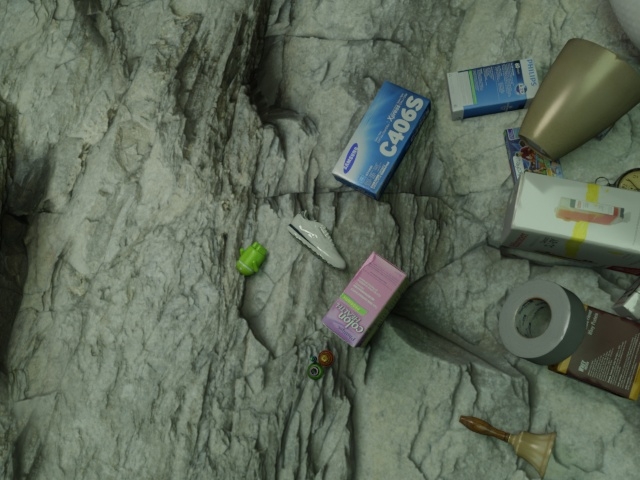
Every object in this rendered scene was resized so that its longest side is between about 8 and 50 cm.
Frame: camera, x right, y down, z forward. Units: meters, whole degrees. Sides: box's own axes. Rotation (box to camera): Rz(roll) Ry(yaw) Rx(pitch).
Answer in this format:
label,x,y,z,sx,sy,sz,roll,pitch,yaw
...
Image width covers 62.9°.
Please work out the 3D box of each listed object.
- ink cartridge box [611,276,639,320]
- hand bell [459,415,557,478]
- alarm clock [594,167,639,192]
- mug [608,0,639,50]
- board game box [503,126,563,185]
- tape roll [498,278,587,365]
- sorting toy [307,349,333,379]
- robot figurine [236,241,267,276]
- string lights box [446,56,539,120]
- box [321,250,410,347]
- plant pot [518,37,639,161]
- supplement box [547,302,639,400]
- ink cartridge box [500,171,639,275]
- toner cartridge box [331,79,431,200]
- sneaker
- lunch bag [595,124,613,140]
label,x,y,z,sx,sy,sz,roll,pitch,yaw
ink cartridge box,0.862,0.148,1.403,0.056,0.099,0.135,42,89,17
hand bell,0.497,0.531,1.418,0.242,0.126,0.126,16,82,28
alarm clock,0.876,-0.141,1.479,0.192,0.064,0.129,18,83,13
mug,1.024,-0.689,1.477,0.374,0.276,0.328,-13,80,-22
board game box,0.638,-0.247,1.567,0.136,0.035,0.201,-8,77,10
tape roll,0.585,0.216,1.392,0.072,0.219,0.219,24,82,-27
sorting toy,-0.007,0.371,1.574,0.061,0.042,0.102,39,89,17
robot figurine,-0.222,0.062,1.671,0.115,0.067,0.101,-52,46,-1
string lights box,0.530,-0.465,1.614,0.260,0.077,0.133,-7,78,11
box,0.136,0.175,1.495,0.117,0.213,0.243,35,88,16
plant pot,0.693,-0.367,1.456,0.256,0.256,0.274,44,104,17
supplement box,0.739,0.290,1.384,0.194,0.129,0.191,20,83,15
ink cartridge box,0.697,-0.038,1.386,0.385,0.279,0.160,14,83,15
toner cartridge box,0.195,-0.317,1.656,0.165,0.075,0.347,28,86,17
sneaker,0.000,0.000,1.631,0.235,0.090,0.095,41,80,15
lunch bag,0.814,-0.347,1.542,0.083,0.053,0.071,41,88,26
